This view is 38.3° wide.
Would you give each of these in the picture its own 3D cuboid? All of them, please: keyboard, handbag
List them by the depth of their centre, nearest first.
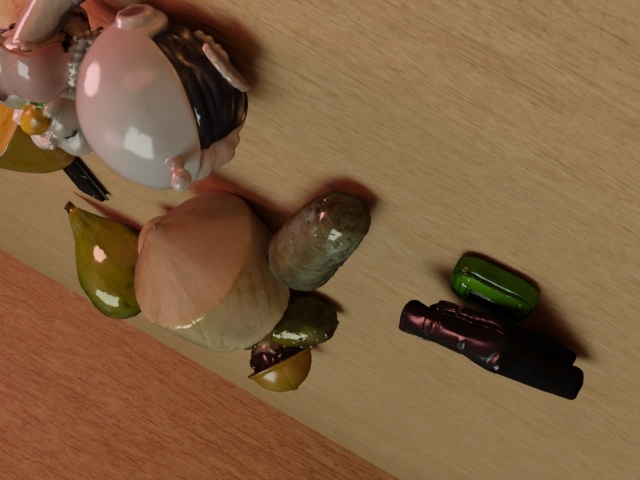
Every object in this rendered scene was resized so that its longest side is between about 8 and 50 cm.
[{"bbox_3d":[0.289,0.176,1.545,0.275,0.088,0.244,22,177,-43],"label":"handbag"},{"bbox_3d":[-0.561,-0.162,2.099,0.093,0.025,0.230,23,160,24],"label":"keyboard"}]

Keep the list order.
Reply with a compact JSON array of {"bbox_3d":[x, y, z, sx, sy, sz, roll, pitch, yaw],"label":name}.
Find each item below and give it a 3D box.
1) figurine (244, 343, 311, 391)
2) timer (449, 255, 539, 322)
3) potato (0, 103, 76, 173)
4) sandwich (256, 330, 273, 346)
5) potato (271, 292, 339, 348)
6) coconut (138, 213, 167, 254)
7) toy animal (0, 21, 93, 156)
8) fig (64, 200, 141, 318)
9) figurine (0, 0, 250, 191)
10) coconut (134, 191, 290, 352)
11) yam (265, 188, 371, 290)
[{"bbox_3d":[-0.144,0.292,2.426,0.256,0.167,0.192,35,174,-8],"label":"figurine"},{"bbox_3d":[0.273,0.080,1.461,0.140,0.047,0.128,27,161,9],"label":"timer"},{"bbox_3d":[-0.552,-0.203,1.806,0.158,0.178,0.203,25,142,-35],"label":"potato"},{"bbox_3d":[-0.144,0.112,2.006,0.058,0.163,0.193,14,-159,-49],"label":"sandwich"},{"bbox_3d":[-0.075,0.177,2.072,0.251,0.149,0.113,0,113,30],"label":"potato"},{"bbox_3d":[-0.328,0.017,2.031,0.147,0.147,0.153,26,162,11],"label":"coconut"},{"bbox_3d":[-0.435,-0.237,1.553,0.325,0.154,0.208,17,147,-29],"label":"toy animal"},{"bbox_3d":[-0.538,0.065,2.323,0.314,0.233,0.233,26,163,-17],"label":"fig"},{"bbox_3d":[-0.273,-0.205,1.287,0.361,0.211,0.253,26,161,15],"label":"figurine"},{"bbox_3d":[-0.214,0.056,1.739,0.328,0.329,0.329,26,161,10],"label":"coconut"},{"bbox_3d":[0.000,0.000,1.551,0.133,0.133,0.330,32,158,-7],"label":"yam"}]
